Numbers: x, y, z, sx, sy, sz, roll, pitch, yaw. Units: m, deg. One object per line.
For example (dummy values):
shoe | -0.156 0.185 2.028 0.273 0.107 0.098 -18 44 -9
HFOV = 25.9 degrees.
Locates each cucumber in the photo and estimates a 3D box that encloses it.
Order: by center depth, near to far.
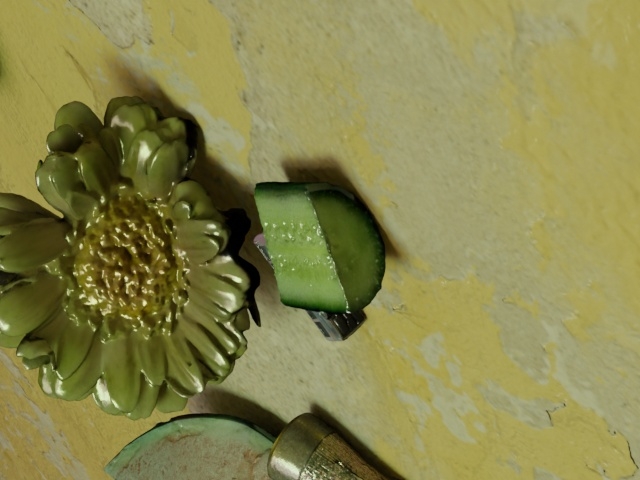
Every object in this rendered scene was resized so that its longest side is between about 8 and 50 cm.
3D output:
cucumber | 0.000 0.000 1.218 0.115 0.062 0.116 1 107 53

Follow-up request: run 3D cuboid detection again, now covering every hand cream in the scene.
hand cream | 0.044 0.266 1.494 0.203 0.084 0.084 28 147 19

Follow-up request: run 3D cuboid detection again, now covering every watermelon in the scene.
watermelon | -0.106 0.316 1.649 0.305 0.180 0.224 32 134 33

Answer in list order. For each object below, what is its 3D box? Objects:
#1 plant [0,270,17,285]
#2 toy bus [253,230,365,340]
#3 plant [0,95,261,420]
plant | -0.390 0.058 1.827 0.143 0.094 0.092 4 140 48
toy bus | -0.011 0.036 1.310 0.131 0.037 0.052 53 157 -12
plant | -0.169 0.029 1.390 0.261 0.306 0.297 25 -177 20
